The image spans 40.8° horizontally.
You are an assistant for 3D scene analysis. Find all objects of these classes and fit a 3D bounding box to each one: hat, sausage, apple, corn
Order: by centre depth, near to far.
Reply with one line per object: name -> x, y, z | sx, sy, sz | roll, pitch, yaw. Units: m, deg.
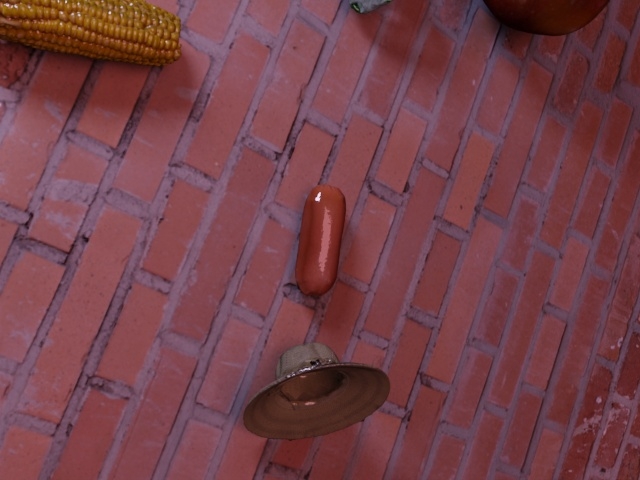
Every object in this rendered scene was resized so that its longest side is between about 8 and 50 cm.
corn -> -0.348, -0.318, 1.240 | 0.318, 0.115, 0.115 | 6, 88, -31
hat -> -0.015, 0.229, 1.436 | 0.252, 0.252, 0.110 | 8, 47, -31
sausage -> 0.000, 0.000, 1.474 | 0.077, 0.077, 0.194 | 10, 86, -31
apple -> 0.427, -0.527, 1.577 | 0.288, 0.316, 0.288 | 13, 47, -14

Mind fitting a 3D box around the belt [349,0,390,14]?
belt -> 0.110, -0.463, 1.499 | 0.151, 0.121, 0.079 | -28, 112, 14
